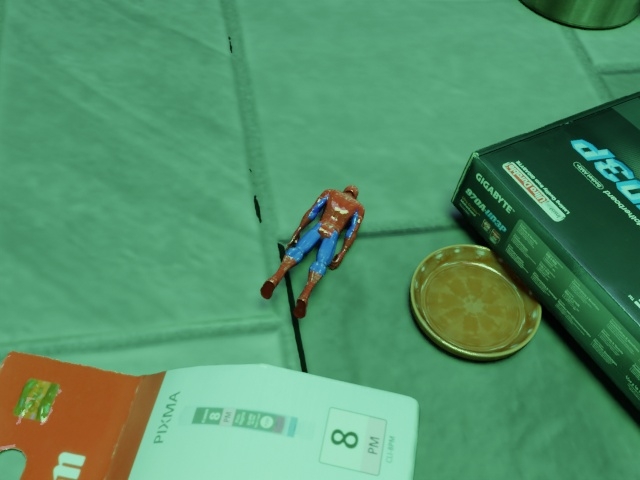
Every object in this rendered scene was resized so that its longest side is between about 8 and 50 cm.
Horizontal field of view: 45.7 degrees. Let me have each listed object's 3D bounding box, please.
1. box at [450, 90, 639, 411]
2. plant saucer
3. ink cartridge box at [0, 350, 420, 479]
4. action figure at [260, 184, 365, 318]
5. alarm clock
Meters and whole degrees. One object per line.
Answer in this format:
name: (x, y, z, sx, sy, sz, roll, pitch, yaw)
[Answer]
box: (0.221, 0.007, 0.491, 0.175, 0.051, 0.220, -21, 58, -27)
plant saucer: (0.097, 0.039, 0.483, 0.083, 0.013, 0.083, 3, 53, -4)
ink cartridge box: (-0.078, 0.144, 0.360, 0.232, 0.066, 0.189, 14, 53, -1)
action figure: (0.000, 0.000, 0.492, 0.038, 0.030, 0.115, 27, 50, 7)
alarm clock: (0.256, -0.244, 0.687, 0.192, 0.064, 0.129, 37, 58, 16)
